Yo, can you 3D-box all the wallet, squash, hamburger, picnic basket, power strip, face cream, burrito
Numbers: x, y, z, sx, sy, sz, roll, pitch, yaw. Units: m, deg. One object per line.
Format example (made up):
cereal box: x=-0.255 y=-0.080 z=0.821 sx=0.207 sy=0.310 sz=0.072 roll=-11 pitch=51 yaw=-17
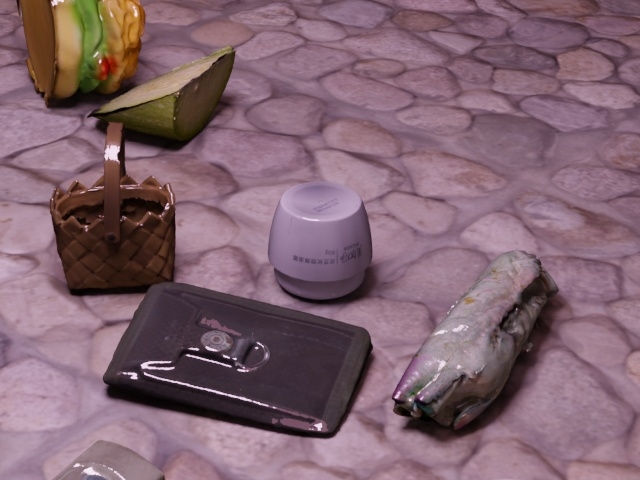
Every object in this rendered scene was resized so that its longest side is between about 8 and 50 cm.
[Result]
wallet: x=-0.080 y=0.116 z=1.468 sx=0.245 sy=0.052 sz=0.168 roll=12 pitch=36 yaw=12
squash: x=-0.205 y=-0.173 z=1.933 sx=0.184 sy=0.085 sz=0.192 roll=-15 pitch=18 yaw=33
hamburger: x=-0.321 y=-0.304 z=1.987 sx=0.149 sy=0.237 sz=0.237 roll=-8 pitch=32 yaw=-21
picnic basket: x=-0.228 y=-0.042 z=1.591 sx=0.138 sy=0.178 sz=0.128 roll=-3 pitch=31 yaw=-7
power strip: x=-0.239 y=0.263 z=1.215 sx=0.080 sy=0.048 sz=0.286 roll=19 pitch=36 yaw=28
face cream: x=0.000 y=0.000 z=1.604 sx=0.117 sy=0.104 sz=0.117 roll=1 pitch=30 yaw=-1
burrito: x=0.166 y=0.097 z=1.490 sx=0.096 sy=0.066 sz=0.309 roll=11 pitch=31 yaw=24

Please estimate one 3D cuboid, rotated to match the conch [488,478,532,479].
conch: x=0.186 y=0.234 z=1.239 sx=0.176 sy=0.104 sz=0.094 roll=-20 pitch=76 yaw=-38
